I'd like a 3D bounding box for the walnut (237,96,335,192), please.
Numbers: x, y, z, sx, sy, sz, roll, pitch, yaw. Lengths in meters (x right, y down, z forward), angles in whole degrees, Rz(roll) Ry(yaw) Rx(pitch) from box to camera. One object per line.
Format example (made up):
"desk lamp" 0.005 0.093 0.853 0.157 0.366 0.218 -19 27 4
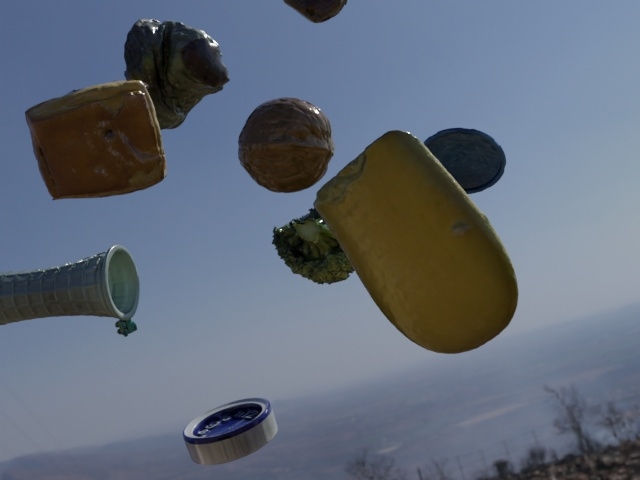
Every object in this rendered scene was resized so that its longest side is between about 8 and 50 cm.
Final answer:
"walnut" -0.075 -0.219 1.976 0.228 0.228 0.228 -15 -9 -2

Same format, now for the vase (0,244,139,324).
"vase" -0.507 0.094 1.616 0.299 0.143 0.143 -7 -7 13

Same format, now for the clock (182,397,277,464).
"clock" -0.224 0.475 2.139 0.230 0.083 0.230 -17 7 2

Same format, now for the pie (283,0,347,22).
"pie" -0.011 -0.697 2.354 0.195 0.195 0.046 -17 -9 7

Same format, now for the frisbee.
"frisbee" 0.384 -0.222 2.338 0.242 0.045 0.242 6 -42 6

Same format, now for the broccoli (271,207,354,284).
"broccoli" 0.000 0.001 1.991 0.226 0.198 0.176 29 -15 1

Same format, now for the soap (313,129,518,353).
"soap" 0.189 0.018 1.625 0.306 0.427 0.115 -35 -3 34

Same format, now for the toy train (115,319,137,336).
"toy train" -0.439 0.170 1.909 0.029 0.092 0.045 6 25 42

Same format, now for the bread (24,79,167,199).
"bread" -0.415 -0.180 1.598 0.235 0.210 0.099 -15 17 -11

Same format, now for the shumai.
"shumai" -0.366 -0.473 2.347 0.263 0.309 0.304 -6 22 22
